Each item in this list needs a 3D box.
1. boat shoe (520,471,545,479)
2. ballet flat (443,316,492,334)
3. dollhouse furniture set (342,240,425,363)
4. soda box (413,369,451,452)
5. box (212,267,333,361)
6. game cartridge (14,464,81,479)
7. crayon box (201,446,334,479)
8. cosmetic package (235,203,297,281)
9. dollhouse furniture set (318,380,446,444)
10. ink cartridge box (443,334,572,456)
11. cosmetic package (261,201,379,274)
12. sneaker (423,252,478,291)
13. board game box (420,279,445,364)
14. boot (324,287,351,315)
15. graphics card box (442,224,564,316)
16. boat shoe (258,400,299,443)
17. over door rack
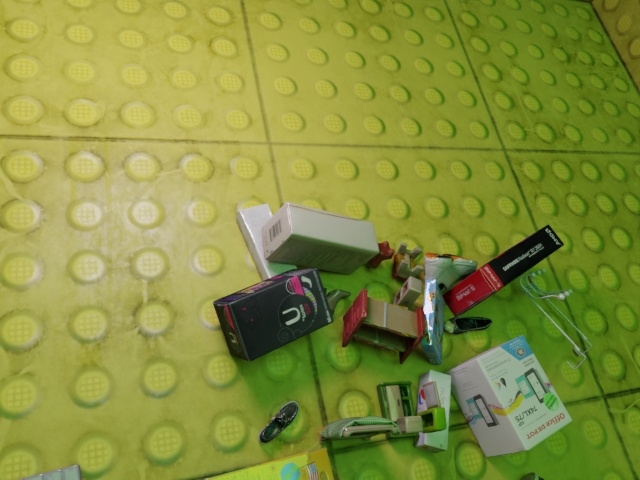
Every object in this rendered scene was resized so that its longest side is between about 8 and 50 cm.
[{"bbox_3d":[0.551,0.790,1.479,0.095,0.112,0.335,40,54,8],"label":"boat shoe"},{"bbox_3d":[0.473,0.266,1.758,0.173,0.049,0.057,-4,65,-23],"label":"ballet flat"},{"bbox_3d":[0.195,0.165,1.673,0.201,0.152,0.374,20,41,-10],"label":"dollhouse furniture set"},{"bbox_3d":[0.324,0.492,1.573,0.074,0.069,0.216,18,59,-11],"label":"soda box"},{"bbox_3d":[-0.127,0.194,1.483,0.270,0.143,0.165,-22,97,-28],"label":"box"},{"bbox_3d":[-0.595,0.677,1.131,0.230,0.068,0.355,-5,66,-28],"label":"game cartridge"},{"bbox_3d":[-0.115,0.643,1.318,0.319,0.081,0.202,-5,66,-23],"label":"crayon box"},{"bbox_3d":[-0.164,0.012,1.640,0.099,0.060,0.239,-15,70,-31],"label":"cosmetic package"},{"bbox_3d":[0.151,0.446,1.453,0.302,0.197,0.151,3,64,-20],"label":"dollhouse furniture set"},{"bbox_3d":[0.539,0.457,1.596,0.198,0.197,0.270,-18,72,-27],"label":"ink cartridge box"},{"bbox_3d":[0.000,0.000,1.607,0.310,0.160,0.113,12,55,-34],"label":"cosmetic package"},{"bbox_3d":[0.419,0.107,1.795,0.263,0.099,0.121,5,98,-42],"label":"sneaker"},{"bbox_3d":[0.345,0.250,1.663,0.039,0.160,0.211,-2,57,23],"label":"board game box"},{"bbox_3d":[0.034,0.190,1.640,0.119,0.042,0.086,10,67,-15],"label":"boot"},{"bbox_3d":[0.597,0.098,1.786,0.371,0.233,0.094,-25,74,-29],"label":"graphics card box"},{"bbox_3d":[-0.104,0.478,1.432,0.049,0.040,0.142,45,58,6],"label":"boat shoe"},{"bbox_3d":[0.799,0.237,1.804,0.240,0.108,0.324,0,58,-59],"label":"over door rack"}]
